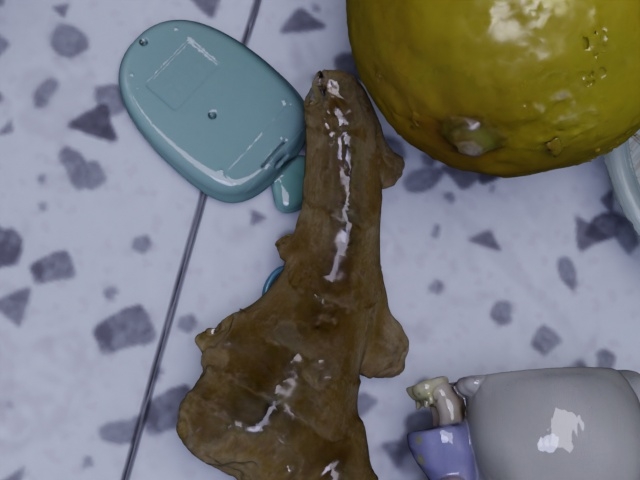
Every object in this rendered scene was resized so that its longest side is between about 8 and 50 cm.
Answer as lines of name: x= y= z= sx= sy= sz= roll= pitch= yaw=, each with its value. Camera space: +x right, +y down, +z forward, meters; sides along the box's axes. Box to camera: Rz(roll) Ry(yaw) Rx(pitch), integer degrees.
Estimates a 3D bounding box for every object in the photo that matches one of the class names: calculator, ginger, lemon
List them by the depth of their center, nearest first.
ginger: x=-0.005 y=0.063 z=0.961 sx=0.148 sy=0.081 sz=0.333 roll=12 pitch=80 yaw=-9
lemon: x=0.127 y=-0.164 z=0.964 sx=0.236 sy=0.236 sz=0.263 roll=25 pitch=83 yaw=-6
calculator: x=-0.062 y=-0.079 z=1.013 sx=0.153 sy=0.021 sz=0.095 roll=41 pitch=73 yaw=2

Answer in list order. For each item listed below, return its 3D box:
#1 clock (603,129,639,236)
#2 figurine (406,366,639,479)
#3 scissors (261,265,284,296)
clock: x=0.297 y=-0.061 z=1.072 sx=0.237 sy=0.053 sz=0.236 roll=3 pitch=76 yaw=-13
figurine: x=0.134 y=0.198 z=0.943 sx=0.155 sy=0.127 sz=0.235 roll=1 pitch=78 yaw=-22
scissors: x=0.000 y=0.000 z=1.013 sx=0.058 sy=0.014 sz=0.119 roll=15 pitch=79 yaw=-10
